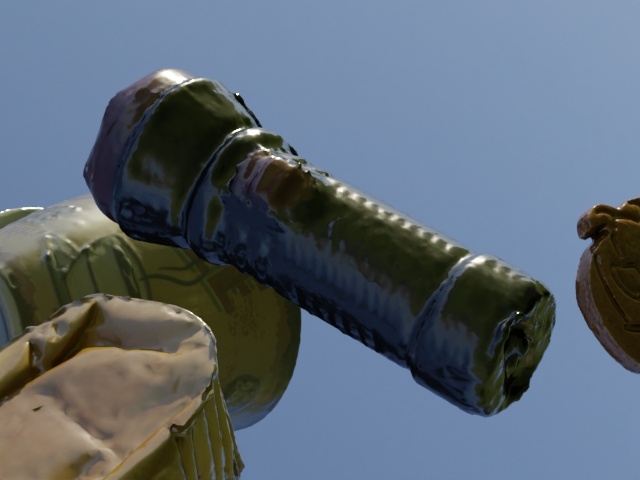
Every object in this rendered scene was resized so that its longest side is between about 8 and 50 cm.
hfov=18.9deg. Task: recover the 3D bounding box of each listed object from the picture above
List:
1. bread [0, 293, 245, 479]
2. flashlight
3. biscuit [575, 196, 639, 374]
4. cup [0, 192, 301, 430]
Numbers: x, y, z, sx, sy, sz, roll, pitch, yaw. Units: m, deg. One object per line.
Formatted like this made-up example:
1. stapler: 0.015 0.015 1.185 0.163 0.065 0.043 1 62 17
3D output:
1. bread: -0.167 0.176 1.214 0.288 0.204 0.156 -50 -42 -35
2. flashlight: 0.000 0.000 0.895 0.093 0.232 0.093 -41 -32 -34
3. biscuit: 0.142 0.015 0.851 0.078 0.015 0.091 50 -136 -15
4. cup: -0.205 0.044 1.594 0.257 0.301 0.227 -5 -64 -43
